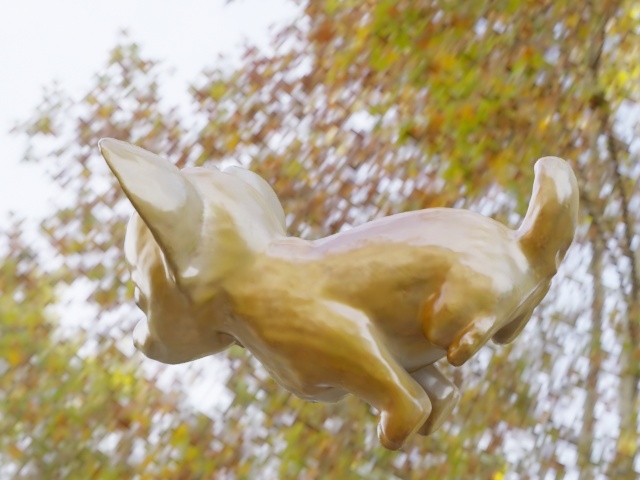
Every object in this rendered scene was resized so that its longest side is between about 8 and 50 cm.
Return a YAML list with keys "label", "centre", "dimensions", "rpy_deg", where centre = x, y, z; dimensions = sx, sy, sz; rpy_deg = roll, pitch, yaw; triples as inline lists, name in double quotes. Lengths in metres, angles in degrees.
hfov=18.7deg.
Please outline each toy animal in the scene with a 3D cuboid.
- label: "toy animal"
  centre: [0.000, 0.000, 0.388]
  dimensions: [0.083, 0.060, 0.081]
  rpy_deg: [37, -77, 13]
